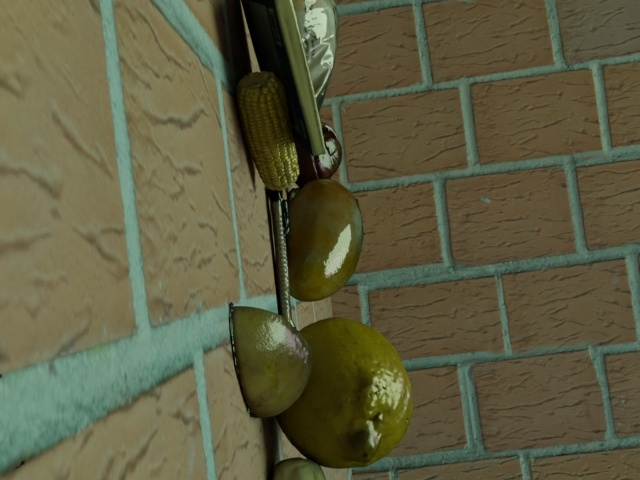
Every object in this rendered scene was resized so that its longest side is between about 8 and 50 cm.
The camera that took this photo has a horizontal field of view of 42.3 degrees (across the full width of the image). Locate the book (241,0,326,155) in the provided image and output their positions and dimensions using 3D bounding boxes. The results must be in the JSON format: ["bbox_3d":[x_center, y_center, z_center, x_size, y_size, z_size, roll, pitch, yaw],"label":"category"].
[{"bbox_3d":[-0.081,-0.349,1.603,0.428,0.039,0.300,-124,-162,-66],"label":"book"}]

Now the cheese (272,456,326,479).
[{"bbox_3d":[-0.026,0.460,1.408,0.263,0.092,0.159,74,8,-64],"label":"cheese"}]

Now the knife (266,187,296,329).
[{"bbox_3d":[-0.079,0.042,1.786,0.089,0.043,0.366,55,28,-80],"label":"knife"}]

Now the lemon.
[{"bbox_3d":[0.037,0.268,1.450,0.320,0.245,0.245,-123,-159,-60],"label":"lemon"}]

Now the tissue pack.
[{"bbox_3d":[-0.044,-0.495,2.208,0.390,0.194,0.376,-82,169,-75],"label":"tissue pack"}]

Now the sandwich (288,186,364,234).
[{"bbox_3d":[-0.024,-0.028,2.338,0.198,0.227,0.155,-48,-141,45],"label":"sandwich"}]

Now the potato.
[{"bbox_3d":[-0.063,0.200,1.260,0.261,0.100,0.120,77,6,-56],"label":"potato"}]

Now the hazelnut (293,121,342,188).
[{"bbox_3d":[-0.017,-0.225,2.258,0.170,0.160,0.202,37,29,-36],"label":"hazelnut"}]

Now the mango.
[{"bbox_3d":[0.000,0.000,1.989,0.384,0.198,0.222,-72,164,-50],"label":"mango"}]

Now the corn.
[{"bbox_3d":[-0.098,-0.204,1.552,0.244,0.093,0.093,81,4,-46],"label":"corn"}]
